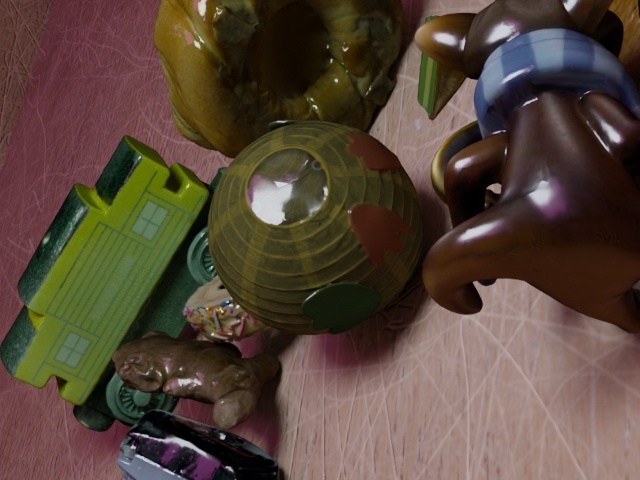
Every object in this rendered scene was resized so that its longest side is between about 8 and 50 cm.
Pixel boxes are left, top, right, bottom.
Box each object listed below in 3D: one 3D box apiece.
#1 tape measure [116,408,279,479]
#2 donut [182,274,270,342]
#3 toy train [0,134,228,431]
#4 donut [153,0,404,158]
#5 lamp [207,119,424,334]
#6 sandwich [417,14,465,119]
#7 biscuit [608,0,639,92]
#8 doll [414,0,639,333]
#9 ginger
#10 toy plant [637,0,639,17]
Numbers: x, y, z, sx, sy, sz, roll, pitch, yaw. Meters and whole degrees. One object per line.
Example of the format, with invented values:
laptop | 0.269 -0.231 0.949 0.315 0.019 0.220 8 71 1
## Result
tape measure | -0.139 0.270 1.497 0.182 0.181 0.107 21 87 28
donut | -0.092 0.075 1.653 0.174 0.068 0.174 -25 14 7
toy train | -0.280 0.061 1.849 0.442 0.272 0.179 -59 23 7
donut | -0.047 -0.263 1.686 0.170 0.360 0.360 26 88 49
lamp | 0.000 0.000 1.475 0.250 0.284 0.250 -6 63 12
sandwich | 0.169 -0.215 1.598 0.074 0.074 0.116 -111 22 -56
biscuit | 0.362 -0.225 1.220 0.305 0.038 0.305 -44 31 36
doll | 0.213 -0.073 1.138 0.318 0.209 0.340 -29 48 30
ginger | -0.160 0.163 1.647 0.333 0.166 0.080 4 109 49
toy plant | 0.329 -0.196 1.100 0.093 0.092 0.162 -52 28 20
